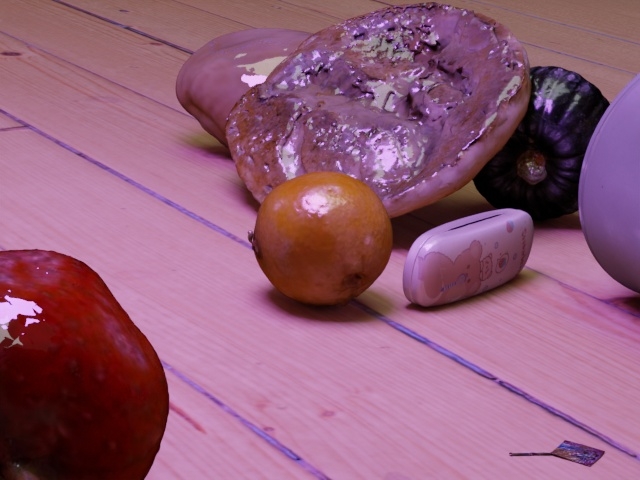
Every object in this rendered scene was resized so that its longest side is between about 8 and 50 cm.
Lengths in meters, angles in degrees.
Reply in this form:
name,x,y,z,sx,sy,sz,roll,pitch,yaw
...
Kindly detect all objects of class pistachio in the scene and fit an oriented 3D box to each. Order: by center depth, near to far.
name,x,y,z,sx,sy,sz,roll,pitch,yaw
pistachio,-0.047,-0.192,2.061,0.293,0.181,0.162,2,-16,0

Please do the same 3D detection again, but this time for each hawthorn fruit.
name,x,y,z,sx,sy,sz,roll,pitch,yaw
hawthorn fruit,-0.209,0.117,1.027,0.215,0.215,0.249,-1,26,-18

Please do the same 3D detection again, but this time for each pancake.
name,x,y,z,sx,sy,sz,roll,pitch,yaw
pancake,0.068,-0.153,1.844,0.387,0.082,0.387,-15,41,13

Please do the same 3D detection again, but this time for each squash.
name,x,y,z,sx,sy,sz,roll,pitch,yaw
squash,0.266,-0.116,1.874,0.193,0.193,0.156,20,42,41

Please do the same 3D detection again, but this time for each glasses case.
name,x,y,z,sx,sy,sz,roll,pitch,yaw
glasses case,0.156,0.016,1.611,0.051,0.081,0.204,20,25,37

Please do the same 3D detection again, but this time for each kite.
name,x,y,z,sx,sy,sz,roll,pitch,yaw
kite,0.193,0.170,1.259,0.078,0.002,0.044,7,18,7

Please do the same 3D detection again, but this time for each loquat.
name,x,y,z,sx,sy,sz,roll,pitch,yaw
loquat,0.000,0.000,1.532,0.141,0.141,0.141,4,18,-1

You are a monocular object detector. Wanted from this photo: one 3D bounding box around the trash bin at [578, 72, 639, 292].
name,x,y,z,sx,sy,sz,roll,pitch,yaw
trash bin,0.447,-0.018,1.482,0.280,0.280,0.432,-3,22,-23
